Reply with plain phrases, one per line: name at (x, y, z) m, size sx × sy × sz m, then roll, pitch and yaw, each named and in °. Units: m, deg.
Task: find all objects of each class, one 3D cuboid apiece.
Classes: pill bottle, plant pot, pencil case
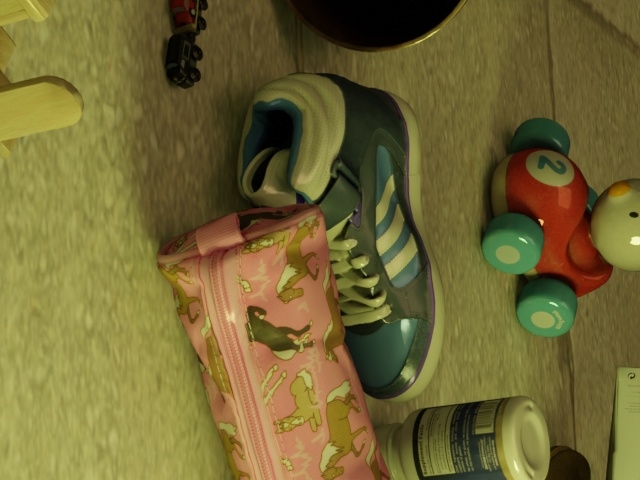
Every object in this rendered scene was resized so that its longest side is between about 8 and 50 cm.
pill bottle at (0.138, 0.212, 1.994) m, size 0.094 × 0.169 × 0.094 m, roll 27°, pitch 59°, yaw -55°
plant pot at (0.080, -0.303, 2.059) m, size 0.230 × 0.215 × 0.215 m, roll -19°, pitch 98°, yaw -76°
pencil case at (-0.028, 0.156, 1.731) m, size 0.160 × 0.167 × 0.386 m, roll -17°, pitch 98°, yaw -22°

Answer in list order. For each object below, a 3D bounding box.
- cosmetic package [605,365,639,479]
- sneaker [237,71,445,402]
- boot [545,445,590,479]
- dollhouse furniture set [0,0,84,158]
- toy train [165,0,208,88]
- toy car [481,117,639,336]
cosmetic package at (0.379, 0.358, 2.316) m, size 0.377 × 0.097 × 0.284 m, roll 80°, pitch 17°, yaw -60°
sneaker at (0.000, 0.000, 1.884) m, size 0.236 × 0.130 × 0.323 m, roll 1°, pitch 85°, yaw -51°
boot at (0.285, 0.345, 2.277) m, size 0.112 × 0.115 × 0.305 m, roll 64°, pitch 31°, yaw -23°
dollhouse furniture set at (-0.241, -0.293, 1.472) m, size 0.303 × 0.174 × 0.355 m, roll 56°, pitch 37°, yaw -38°
toy train at (-0.123, -0.214, 1.814) m, size 0.036 × 0.027 × 0.158 m, roll 28°, pitch 56°, yaw -42°
toy car at (0.345, -0.031, 2.379) m, size 0.210 × 0.238 × 0.219 m, roll 59°, pitch 34°, yaw -33°
